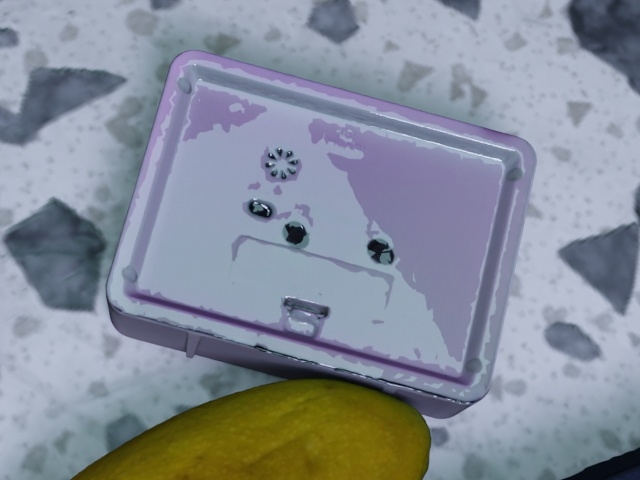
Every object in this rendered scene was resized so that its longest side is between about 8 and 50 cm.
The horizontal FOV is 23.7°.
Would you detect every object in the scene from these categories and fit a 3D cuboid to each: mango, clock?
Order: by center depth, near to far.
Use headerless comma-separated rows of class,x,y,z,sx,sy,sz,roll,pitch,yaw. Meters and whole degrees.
mango,-0.067,0.182,0.703,0.176,0.119,0.317,38,69,12
clock,0.000,0.000,0.793,0.197,0.063,0.150,15,72,-3

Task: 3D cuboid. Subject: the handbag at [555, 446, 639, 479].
handbag,0.201,0.255,0.723,0.269,0.118,0.325,-21,80,-14
